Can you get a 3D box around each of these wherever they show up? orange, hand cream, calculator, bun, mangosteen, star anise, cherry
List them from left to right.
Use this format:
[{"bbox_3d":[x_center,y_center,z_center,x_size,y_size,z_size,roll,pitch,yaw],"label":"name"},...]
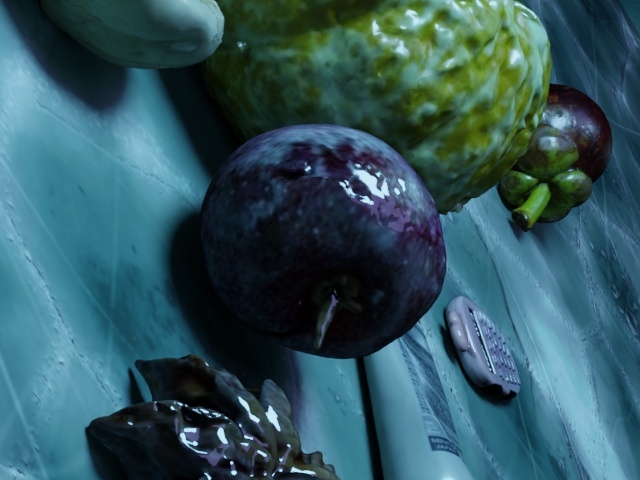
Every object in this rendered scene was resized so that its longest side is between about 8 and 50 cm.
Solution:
[{"bbox_3d":[-0.154,-0.191,1.449,0.183,0.102,0.183,49,6,-7],"label":"bun"},{"bbox_3d":[-0.038,0.176,1.274,0.236,0.109,0.223,57,16,-11],"label":"star anise"},{"bbox_3d":[-0.004,-0.005,1.486,0.195,0.195,0.195,51,23,-31],"label":"cherry"},{"bbox_3d":[0.044,-0.136,1.638,0.369,0.270,0.210,48,37,-43],"label":"orange"},{"bbox_3d":[0.075,0.145,1.674,0.124,0.077,0.341,48,17,-35],"label":"hand cream"},{"bbox_3d":[0.160,0.108,1.971,0.166,0.024,0.103,33,36,-58],"label":"calculator"},{"bbox_3d":[0.280,-0.098,2.349,0.156,0.145,0.181,49,24,-41],"label":"mangosteen"}]
